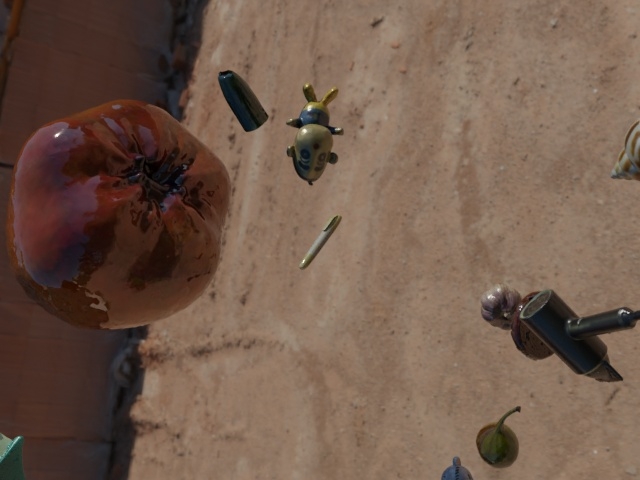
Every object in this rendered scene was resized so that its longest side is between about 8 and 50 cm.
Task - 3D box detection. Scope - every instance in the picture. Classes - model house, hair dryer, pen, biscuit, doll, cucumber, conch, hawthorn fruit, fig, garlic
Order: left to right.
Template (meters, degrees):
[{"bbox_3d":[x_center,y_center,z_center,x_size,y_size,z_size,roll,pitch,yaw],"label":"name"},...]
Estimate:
[{"bbox_3d":[-0.572,0.388,1.147,0.100,0.149,0.127,-41,15,52],"label":"model house"},{"bbox_3d":[-0.405,-0.030,1.348,0.472,0.472,0.471,-31,52,51],"label":"hawthorn fruit"},{"bbox_3d":[-0.128,-0.230,1.084,0.048,0.105,0.048,-28,19,11],"label":"cucumber"},{"bbox_3d":[-0.010,-0.181,1.140,0.089,0.102,0.179,160,115,-77],"label":"doll"},{"bbox_3d":[0.000,0.000,2.069,0.032,0.040,0.233,5,48,42],"label":"pen"},{"bbox_3d":[0.507,0.538,1.867,0.124,0.124,0.236,-113,20,-46],"label":"fig"},{"bbox_3d":[0.575,0.213,2.099,0.147,0.159,0.102,-21,25,17],"label":"garlic"},{"bbox_3d":[0.588,0.226,1.794,0.049,0.192,0.192,2,79,67],"label":"biscuit"},{"bbox_3d":[0.470,0.160,1.108,0.078,0.195,0.248,-46,0,-20],"label":"hair dryer"},{"bbox_3d":[0.852,-0.237,1.726,0.148,0.183,0.274,51,147,34],"label":"conch"}]

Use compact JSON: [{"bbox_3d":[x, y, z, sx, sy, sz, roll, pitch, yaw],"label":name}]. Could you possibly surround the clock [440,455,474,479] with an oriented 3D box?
[{"bbox_3d":[0.301,0.560,1.427,0.080,0.176,0.117,-8,26,31],"label":"clock"}]
